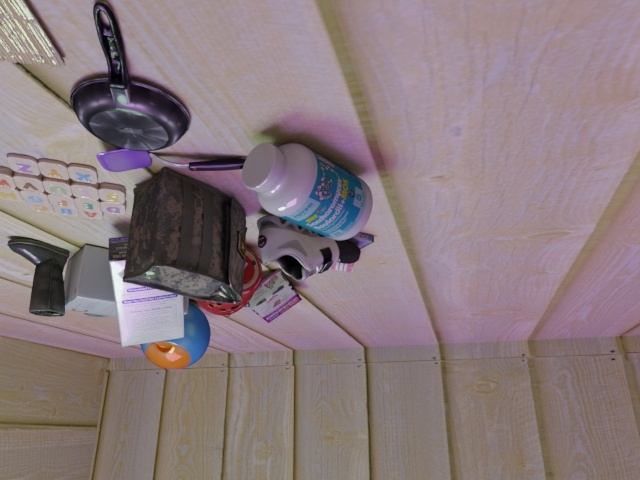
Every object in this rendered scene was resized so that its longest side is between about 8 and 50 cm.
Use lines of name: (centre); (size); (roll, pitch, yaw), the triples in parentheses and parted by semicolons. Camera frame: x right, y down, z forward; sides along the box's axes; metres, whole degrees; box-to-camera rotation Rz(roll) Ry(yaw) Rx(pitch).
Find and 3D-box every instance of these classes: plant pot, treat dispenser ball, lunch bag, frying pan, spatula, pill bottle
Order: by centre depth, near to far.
frying pan: (-0.294, -0.227, 0.798); (0.197, 0.053, 0.326); (12, 159, -30)
pill bottle: (-0.026, -0.101, 0.975); (0.146, 0.146, 0.264); (-19, 152, 39)
spatula: (-0.289, -0.158, 0.989); (0.297, 0.030, 0.084); (2, 159, -7)
lunch bag: (-0.278, 0.005, 1.123); (0.169, 0.235, 0.287); (-21, 150, 37)
plant pot: (-0.275, 0.115, 1.473); (0.191, 0.191, 0.174); (12, 152, -27)
treat dispenser ball: (-0.610, 0.397, 2.055); (0.289, 0.287, 0.288); (0, 159, 0)

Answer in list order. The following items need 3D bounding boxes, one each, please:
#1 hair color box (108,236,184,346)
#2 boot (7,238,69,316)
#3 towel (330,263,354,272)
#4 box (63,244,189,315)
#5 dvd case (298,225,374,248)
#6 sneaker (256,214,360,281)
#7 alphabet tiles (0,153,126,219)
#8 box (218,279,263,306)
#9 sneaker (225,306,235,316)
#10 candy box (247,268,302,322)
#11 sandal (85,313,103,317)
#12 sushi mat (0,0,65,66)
hair color box: (-0.496, 0.146, 1.410); (0.185, 0.110, 0.338); (-5, 131, -21)
boot: (-0.833, 0.111, 1.433); (0.076, 0.208, 0.190); (-17, 153, 39)
towel: (0.007, 0.069, 1.522); (0.197, 0.029, 0.144); (4, 166, 3)
box: (-0.633, 0.154, 1.599); (0.346, 0.168, 0.215); (16, 154, -37)
dvd case: (0.000, 0.000, 1.401); (0.253, 0.022, 0.180); (12, 155, -28)
sneaker: (-0.028, 0.047, 1.300); (0.331, 0.146, 0.122); (15, 153, -35)
alphabet tiles: (-0.600, -0.111, 1.125); (0.284, 0.021, 0.278); (7, 158, -19)
box: (-0.331, 0.196, 1.855); (0.183, 0.056, 0.231); (7, 157, -17)
sneaker: (-0.387, 0.291, 2.086); (0.061, 0.064, 0.158); (4, 158, -11)
candy box: (-0.170, 0.204, 1.762); (0.159, 0.071, 0.233); (-35, 158, -5)
sandal: (-0.867, 0.269, 2.011); (0.255, 0.097, 0.054); (12, -178, -25)
sushi mat: (-0.453, -0.323, 0.587); (0.152, 0.019, 0.316); (0, 158, -2)
